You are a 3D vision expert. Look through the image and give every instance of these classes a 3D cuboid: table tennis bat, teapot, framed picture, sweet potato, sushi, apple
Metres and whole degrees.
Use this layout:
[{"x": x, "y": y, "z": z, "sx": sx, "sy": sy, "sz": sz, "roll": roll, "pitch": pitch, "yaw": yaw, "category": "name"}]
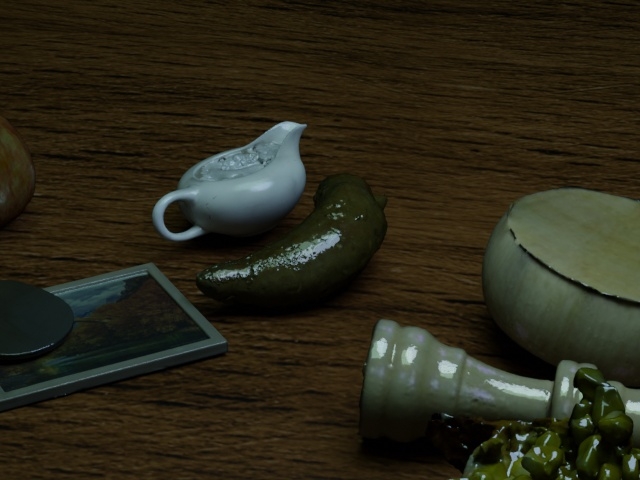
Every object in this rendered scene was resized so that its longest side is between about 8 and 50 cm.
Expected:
[{"x": -0.361, "y": 0.068, "z": 1.961, "sx": 0.234, "sy": 0.022, "sz": 0.131, "roll": 17, "pitch": 33, "yaw": 21, "category": "table tennis bat"}, {"x": -0.094, "y": -0.052, "z": 2.149, "sx": 0.226, "sy": 0.092, "sz": 0.145, "roll": -30, "pitch": 25, "yaw": -36, "category": "teapot"}, {"x": -0.243, "y": 0.094, "z": 1.956, "sx": 0.250, "sy": 0.016, "sz": 0.184, "roll": -13, "pitch": 33, "yaw": -26, "category": "framed picture"}, {"x": 0.004, "y": -0.001, "z": 2.076, "sx": 0.124, "sy": 0.098, "sz": 0.310, "roll": -2, "pitch": 23, "yaw": 36, "category": "sweet potato"}, {"x": 0.191, "y": 0.216, "z": 1.590, "sx": 0.167, "sy": 0.179, "sz": 0.296, "roll": -22, "pitch": 20, "yaw": 4, "category": "sushi"}, {"x": -0.390, "y": -0.079, "z": 2.137, "sx": 0.146, "sy": 0.131, "sz": 0.146, "roll": -2, "pitch": 31, "yaw": 1, "category": "apple"}]

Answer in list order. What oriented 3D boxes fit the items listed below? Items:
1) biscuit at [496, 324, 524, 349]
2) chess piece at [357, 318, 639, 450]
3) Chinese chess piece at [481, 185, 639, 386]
[{"x": 0.252, "y": 0.096, "z": 2.001, "sx": 0.119, "sy": 0.019, "sz": 0.130, "roll": -7, "pitch": 31, "yaw": -18, "category": "biscuit"}, {"x": 0.237, "y": 0.160, "z": 1.794, "sx": 0.397, "sy": 0.117, "sz": 0.117, "roll": 9, "pitch": 29, "yaw": 8, "category": "chess piece"}, {"x": 0.293, "y": 0.044, "z": 1.975, "sx": 0.257, "sy": 0.104, "sz": 0.257, "roll": 12, "pitch": 27, "yaw": -6, "category": "Chinese chess piece"}]
